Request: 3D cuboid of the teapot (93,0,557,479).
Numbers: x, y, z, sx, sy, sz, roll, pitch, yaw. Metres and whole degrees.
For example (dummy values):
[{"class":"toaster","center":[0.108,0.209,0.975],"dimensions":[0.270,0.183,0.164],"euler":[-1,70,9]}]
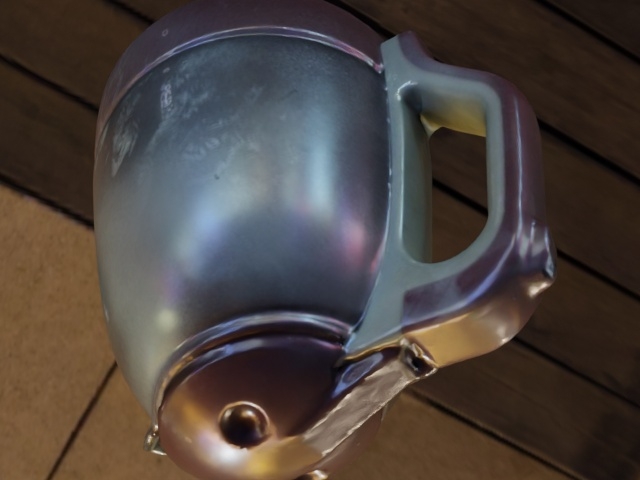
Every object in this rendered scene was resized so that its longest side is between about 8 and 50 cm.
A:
[{"class":"teapot","center":[0.000,0.000,0.787],"dimensions":[0.315,0.312,0.233],"euler":[-28,132,20]}]
